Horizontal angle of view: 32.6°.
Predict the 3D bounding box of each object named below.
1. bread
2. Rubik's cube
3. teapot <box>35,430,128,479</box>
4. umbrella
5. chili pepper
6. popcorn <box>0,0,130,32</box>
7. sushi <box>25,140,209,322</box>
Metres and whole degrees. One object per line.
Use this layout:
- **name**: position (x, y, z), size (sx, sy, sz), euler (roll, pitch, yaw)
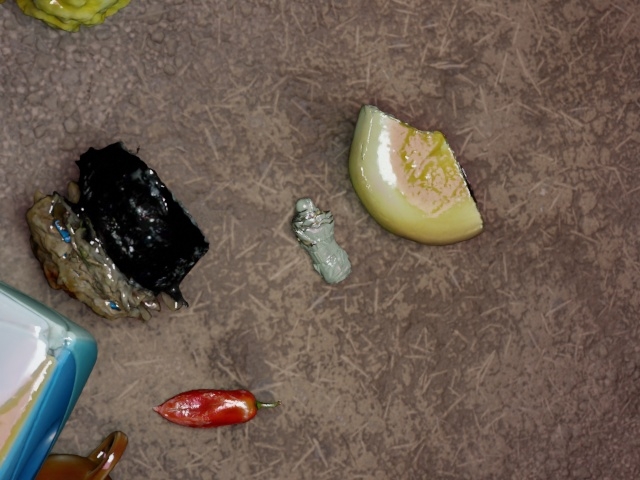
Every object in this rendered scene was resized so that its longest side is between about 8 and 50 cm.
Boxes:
- **bread**: position (0.126, -0.095, 1.670), size (0.156, 0.158, 0.260), euler (-27, 99, -5)
- **Rubik's cube**: position (-0.503, 0.190, 1.338), size (0.347, 0.351, 0.352), euler (28, 84, -1)
- **teapot**: position (-0.350, 0.376, 1.532), size (0.178, 0.135, 0.252), euler (40, 81, -18)
- **umbrella**: position (0.000, 0.000, 1.671), size (0.067, 0.062, 0.143), euler (-20, 105, 16)
- **chili pepper**: position (-0.153, 0.250, 1.633), size (0.191, 0.050, 0.059), euler (-1, 94, -5)
- **popcorn**: position (-0.355, -0.397, 1.476), size (0.266, 0.192, 0.233), euler (-12, 110, 20)
- **sushi**: position (-0.288, -0.002, 1.506), size (0.219, 0.225, 0.238), euler (-36, 68, -5)
